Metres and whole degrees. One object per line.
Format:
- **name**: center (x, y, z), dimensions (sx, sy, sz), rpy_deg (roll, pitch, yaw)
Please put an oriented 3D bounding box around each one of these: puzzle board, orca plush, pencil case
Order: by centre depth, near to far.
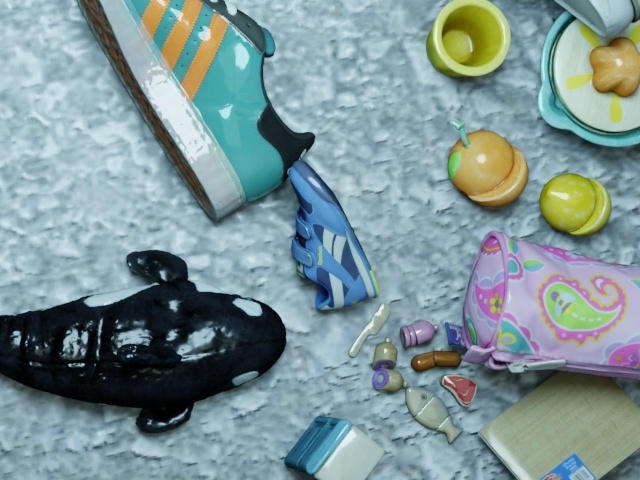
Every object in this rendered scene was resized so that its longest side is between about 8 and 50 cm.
- **orca plush**: center (-0.165, 0.072, 1.373), dimensions (0.287, 0.102, 0.151), rpy_deg (17, 83, -9)
- **pencil case**: center (0.259, 0.073, 1.445), dimensions (0.284, 0.124, 0.124), rpy_deg (10, 84, -11)
- **puzzle board**: center (0.216, 0.167, 1.466), dimensions (0.128, 0.011, 0.096), rpy_deg (-34, 70, -18)

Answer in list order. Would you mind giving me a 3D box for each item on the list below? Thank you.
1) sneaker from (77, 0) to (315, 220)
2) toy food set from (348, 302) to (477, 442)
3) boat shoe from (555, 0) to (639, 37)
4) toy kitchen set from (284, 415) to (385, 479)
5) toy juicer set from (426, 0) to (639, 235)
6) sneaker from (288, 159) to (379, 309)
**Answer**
- **sneaker**: center (-0.114, -0.173, 1.405), dimensions (0.121, 0.108, 0.302), rpy_deg (-31, 100, -12)
- **toy food set**: center (0.089, 0.111, 1.462), dimensions (0.122, 0.019, 0.078), rpy_deg (37, 80, -7)
- **boat shoe**: center (0.145, -0.268, 1.437), dimensions (0.103, 0.113, 0.302), rpy_deg (-41, 70, -7)
- **toy kitchen set**: center (-0.083, 0.200, 1.370), dimensions (0.166, 0.122, 0.207), rpy_deg (39, 80, -6)
- **toy juicer set**: center (0.259, -0.111, 1.477), dimensions (0.329, 0.089, 0.209), rpy_deg (-3, 86, -12)
- **sneaker**: center (0.000, 0.000, 1.419), dimensions (0.059, 0.053, 0.144), rpy_deg (-24, 115, 2)
